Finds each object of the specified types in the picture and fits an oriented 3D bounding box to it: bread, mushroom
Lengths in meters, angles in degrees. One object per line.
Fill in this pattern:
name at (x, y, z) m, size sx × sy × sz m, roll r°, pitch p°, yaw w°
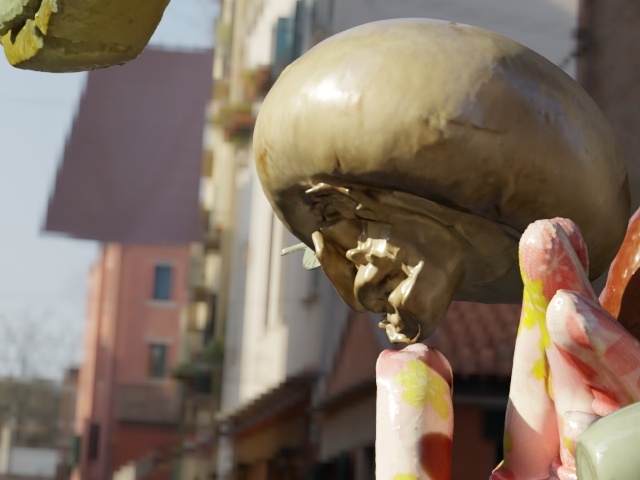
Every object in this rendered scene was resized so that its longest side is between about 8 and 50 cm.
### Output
bread at (-0.189, -0.237, 1.517) m, size 0.124 × 0.186 × 0.257 m, roll -4°, pitch -49°, yaw -35°
mushroom at (0.068, -0.029, 1.135) m, size 0.226 × 0.178 × 0.226 m, roll 15°, pitch -29°, yaw 8°

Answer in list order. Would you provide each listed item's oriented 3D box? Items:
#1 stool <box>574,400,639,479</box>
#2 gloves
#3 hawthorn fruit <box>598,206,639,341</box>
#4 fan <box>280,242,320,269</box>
stool at (0.166, 0.125, 0.495) m, size 0.198 × 0.195 × 0.195 m, roll -9°, pitch -18°, yaw -3°
gloves at (0.098, 0.112, 0.815) m, size 0.126 × 0.241 × 0.145 m, roll 27°, pitch -24°, yaw -29°
hawthorn fruit at (0.298, 0.068, 1.296) m, size 0.258 × 0.258 × 0.262 m, roll 6°, pitch -8°, yaw -17°
fan at (0.000, 0.000, 1.303) m, size 0.004 × 0.056 × 0.083 m, roll 45°, pitch -35°, yaw -23°
